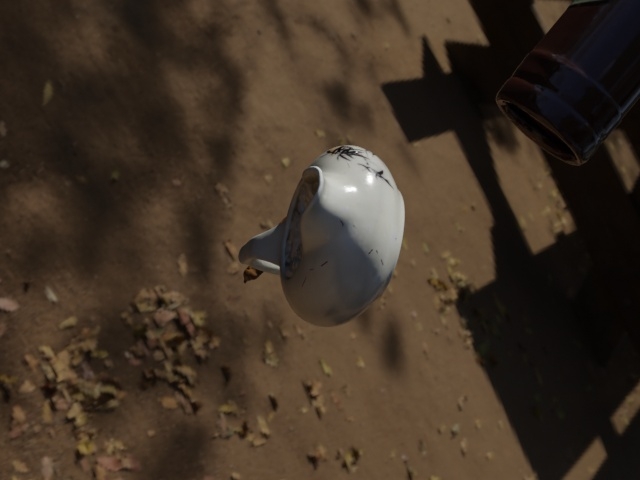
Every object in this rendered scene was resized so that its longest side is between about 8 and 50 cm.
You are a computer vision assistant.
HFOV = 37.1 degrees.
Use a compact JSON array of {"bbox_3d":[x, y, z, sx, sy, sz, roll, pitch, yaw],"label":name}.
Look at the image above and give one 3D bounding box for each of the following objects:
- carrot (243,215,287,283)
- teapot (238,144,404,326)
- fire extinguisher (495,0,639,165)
[{"bbox_3d":[-0.073,-0.002,1.856,0.248,0.059,0.059,-45,104,-34],"label":"carrot"},{"bbox_3d":[0.000,0.000,1.112,0.165,0.299,0.208,5,71,-27],"label":"teapot"},{"bbox_3d":[0.288,-0.238,0.846,0.138,0.344,0.102,39,2,20],"label":"fire extinguisher"}]
